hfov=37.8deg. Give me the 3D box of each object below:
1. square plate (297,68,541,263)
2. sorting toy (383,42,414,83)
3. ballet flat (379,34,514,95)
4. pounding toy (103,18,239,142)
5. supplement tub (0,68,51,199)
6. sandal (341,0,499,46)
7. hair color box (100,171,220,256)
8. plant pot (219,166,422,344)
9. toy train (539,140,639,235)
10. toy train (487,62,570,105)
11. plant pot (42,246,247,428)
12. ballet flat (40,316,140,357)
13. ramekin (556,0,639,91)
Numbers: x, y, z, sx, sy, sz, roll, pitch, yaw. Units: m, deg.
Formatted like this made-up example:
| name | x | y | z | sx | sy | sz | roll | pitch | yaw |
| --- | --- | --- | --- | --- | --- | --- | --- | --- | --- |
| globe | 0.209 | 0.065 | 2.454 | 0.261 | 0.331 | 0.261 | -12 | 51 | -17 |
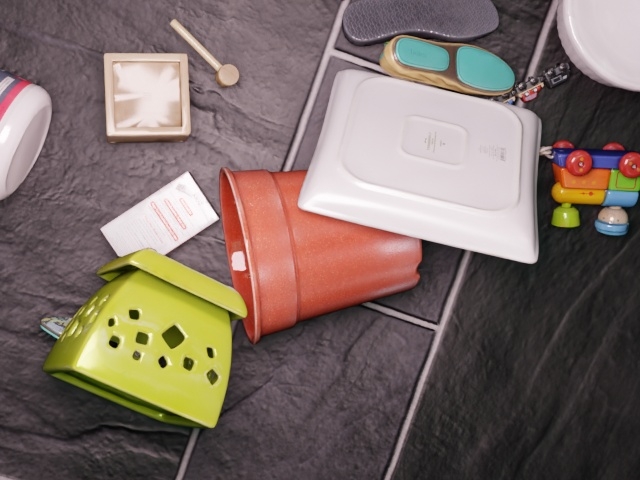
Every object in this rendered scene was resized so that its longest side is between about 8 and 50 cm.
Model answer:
| name | x | y | z | sx | sy | sz | roll | pitch | yaw |
| --- | --- | --- | --- | --- | --- | --- | --- | --- | --- |
| square plate | 0.166 | -0.135 | 1.400 | 0.344 | 0.347 | 0.049 | 13 | 135 | 2 |
| sorting toy | 0.131 | -0.298 | 1.537 | 0.083 | 0.012 | 0.062 | 33 | 90 | -5 |
| ballet flat | 0.202 | -0.281 | 1.512 | 0.232 | 0.073 | 0.080 | 12 | 78 | -21 |
| pounding toy | -0.237 | -0.250 | 1.478 | 0.206 | 0.094 | 0.181 | -2 | 88 | -13 |
| supplement tub | -0.564 | -0.193 | 1.402 | 0.272 | 0.191 | 0.191 | 25 | 91 | -5 |
| sandal | 0.161 | -0.363 | 1.520 | 0.255 | 0.054 | 0.097 | -3 | 81 | -2 |
| hair color box | -0.256 | -0.028 | 1.502 | 0.167 | 0.053 | 0.093 | -33 | 95 | 0 |
| plant pot | 0.000 | 0.000 | 1.430 | 0.265 | 0.272 | 0.272 | -11 | 93 | -11 |
| toy train | 0.400 | -0.086 | 1.531 | 0.248 | 0.105 | 0.143 | 2 | 106 | -4 |
| toy train | 0.343 | -0.249 | 1.549 | 0.158 | 0.027 | 0.036 | -26 | 105 | -2 |
| plant pot | -0.253 | 0.142 | 1.391 | 0.228 | 0.227 | 0.207 | 27 | 71 | -21 |
| ballet flat | -0.356 | 0.163 | 1.500 | 0.188 | 0.070 | 0.070 | 37 | 90 | -14 |
| ramekin | 0.509 | -0.367 | 1.504 | 0.273 | 0.127 | 0.272 | 0 | 92 | -4 |
